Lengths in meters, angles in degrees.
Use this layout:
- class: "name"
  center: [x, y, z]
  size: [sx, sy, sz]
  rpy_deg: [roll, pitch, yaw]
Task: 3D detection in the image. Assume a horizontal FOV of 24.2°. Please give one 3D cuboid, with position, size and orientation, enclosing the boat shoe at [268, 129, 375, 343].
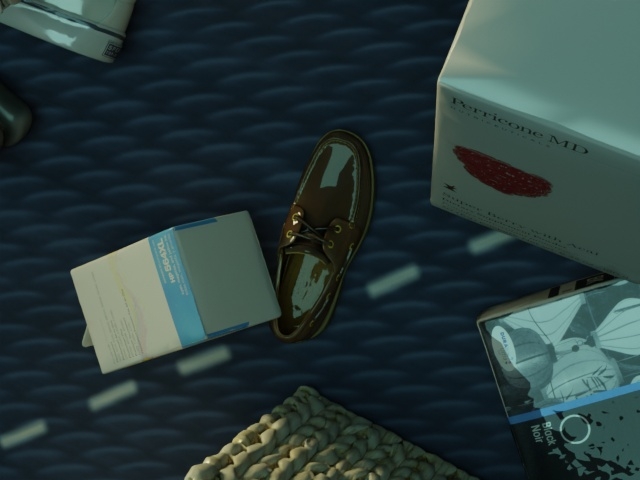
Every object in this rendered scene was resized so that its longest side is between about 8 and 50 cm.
- class: "boat shoe"
  center: [0.000, 0.000, 1.187]
  size: [0.064, 0.060, 0.178]
  rpy_deg: [17, 101, 9]

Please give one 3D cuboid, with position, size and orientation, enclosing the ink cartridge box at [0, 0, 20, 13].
- class: "ink cartridge box"
  center: [-0.303, -0.352, 1.117]
  size: [0.307, 0.129, 0.223]
  rpy_deg: [31, 68, 6]

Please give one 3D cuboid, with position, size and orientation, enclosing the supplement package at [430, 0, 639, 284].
- class: "supplement package"
  center: [0.183, -0.105, 0.996]
  size: [0.177, 0.293, 0.175]
  rpy_deg: [22, 79, 8]

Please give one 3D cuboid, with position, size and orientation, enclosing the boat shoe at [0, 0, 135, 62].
- class: "boat shoe"
  center: [-0.273, -0.231, 1.195]
  size: [0.267, 0.096, 0.088]
  rpy_deg: [24, 98, 6]

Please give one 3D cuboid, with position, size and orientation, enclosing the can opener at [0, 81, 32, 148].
- class: "can opener"
  center: [-0.372, -0.157, 1.248]
  size: [0.283, 0.076, 0.095]
  rpy_deg: [41, 136, 3]

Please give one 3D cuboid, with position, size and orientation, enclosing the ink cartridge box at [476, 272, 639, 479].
- class: "ink cartridge box"
  center: [0.301, 0.086, 1.138]
  size: [0.332, 0.065, 0.165]
  rpy_deg: [-18, 93, 12]

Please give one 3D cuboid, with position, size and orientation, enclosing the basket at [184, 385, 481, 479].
- class: "basket"
  center: [-0.003, 0.327, 1.103]
  size: [0.266, 0.328, 0.331]
  rpy_deg: [28, 103, 11]

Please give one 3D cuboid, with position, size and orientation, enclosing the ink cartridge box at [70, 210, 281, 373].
- class: "ink cartridge box"
  center: [-0.122, 0.043, 1.180]
  size: [0.143, 0.092, 0.090]
  rpy_deg: [-20, 87, 38]
